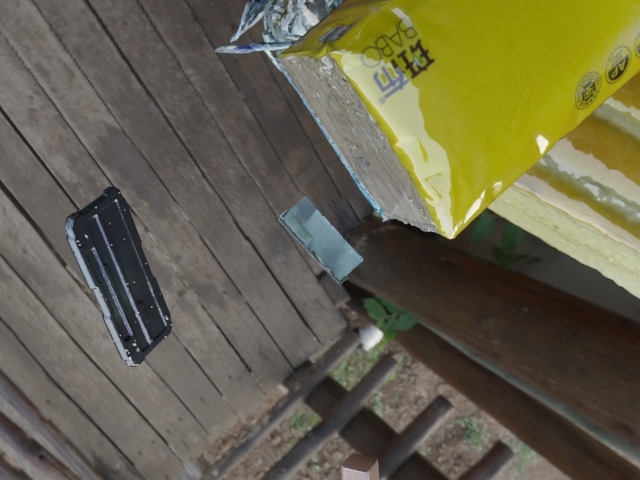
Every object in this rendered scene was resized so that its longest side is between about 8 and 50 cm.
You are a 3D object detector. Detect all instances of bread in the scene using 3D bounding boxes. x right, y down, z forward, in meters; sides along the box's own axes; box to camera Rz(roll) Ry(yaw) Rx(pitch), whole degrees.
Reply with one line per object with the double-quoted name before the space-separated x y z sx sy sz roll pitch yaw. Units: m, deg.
"bread" 0.220 -0.113 0.549 0.246 0.111 0.239 29 80 -1

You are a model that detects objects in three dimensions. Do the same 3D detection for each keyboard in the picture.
"keyboard" -0.274 0.057 0.987 0.106 0.016 0.262 -49 138 -42

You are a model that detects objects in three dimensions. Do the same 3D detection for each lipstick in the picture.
"lipstick" 0.059 0.379 1.011 0.045 0.045 0.145 -27 117 -57

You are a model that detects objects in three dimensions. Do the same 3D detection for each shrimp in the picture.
"shrimp" -0.020 -0.279 1.022 0.166 0.221 0.410 -46 164 13

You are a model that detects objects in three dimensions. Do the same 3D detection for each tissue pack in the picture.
"tissue pack" 0.082 -0.098 0.371 0.169 0.082 0.120 -40 113 -11

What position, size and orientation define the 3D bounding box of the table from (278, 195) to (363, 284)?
"table" 0.000 0.000 1.197 0.062 0.175 0.146 -43 91 -4
